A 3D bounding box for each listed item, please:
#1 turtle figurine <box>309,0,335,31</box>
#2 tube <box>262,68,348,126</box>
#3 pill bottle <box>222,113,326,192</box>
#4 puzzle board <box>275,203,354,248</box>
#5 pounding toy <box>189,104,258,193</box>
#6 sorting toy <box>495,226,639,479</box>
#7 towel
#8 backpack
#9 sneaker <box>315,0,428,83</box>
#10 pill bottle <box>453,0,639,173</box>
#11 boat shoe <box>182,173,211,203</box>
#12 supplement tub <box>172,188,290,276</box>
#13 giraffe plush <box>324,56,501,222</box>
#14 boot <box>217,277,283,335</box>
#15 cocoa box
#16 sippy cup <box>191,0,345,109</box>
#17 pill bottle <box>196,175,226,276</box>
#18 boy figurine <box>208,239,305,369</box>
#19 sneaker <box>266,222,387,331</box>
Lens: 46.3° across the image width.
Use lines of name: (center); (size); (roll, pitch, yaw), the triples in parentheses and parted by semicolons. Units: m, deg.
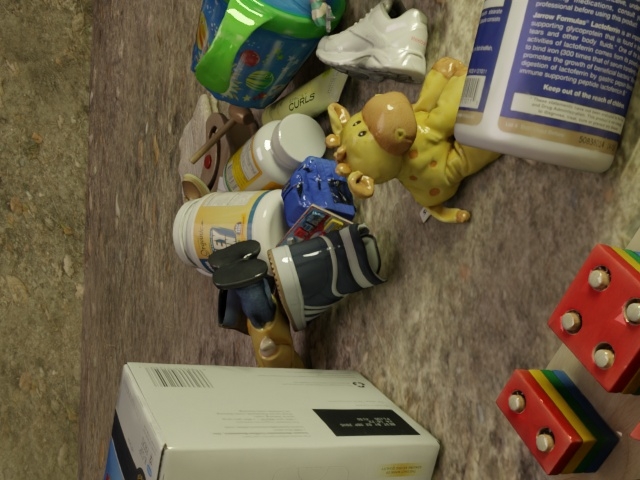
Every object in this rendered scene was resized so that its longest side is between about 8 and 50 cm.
turtle figurine: (0.037, -0.417, 1.110); (0.175, 0.118, 0.234); (-32, 29, 15)
tube: (-0.020, -0.237, 1.264); (0.240, 0.062, 0.070); (-15, 91, 57)
pill bottle: (-0.078, -0.136, 1.283); (0.208, 0.118, 0.117); (-31, 57, 56)
puzzle board: (0.000, 0.000, 1.133); (0.128, 0.097, 0.011); (-46, 24, 48)
pounding toy: (-0.215, -0.174, 1.504); (0.154, 0.155, 0.269); (56, 131, 45)
sorting toy: (0.268, 0.151, 0.611); (0.257, 0.090, 0.255); (-66, 33, 27)
towel: (-0.277, -0.186, 1.735); (0.187, 0.049, 0.282); (-53, 41, 44)
backpack: (-0.007, -0.073, 1.160); (0.098, 0.101, 0.120); (-44, 43, 40)
sneaker: (0.082, -0.290, 1.076); (0.232, 0.090, 0.115); (23, 98, 52)
pill bottle: (0.227, -0.205, 0.699); (0.153, 0.153, 0.264); (30, 110, 60)
boat shoe: (-0.237, -0.068, 1.449); (0.050, 0.135, 0.045); (4, 46, 26)
supplement tub: (-0.133, -0.012, 1.258); (0.200, 0.144, 0.144); (0, 83, 33)
giraffe plush: (0.098, -0.121, 0.899); (0.181, 0.171, 0.210); (50, 127, 53)
boot: (-0.125, 0.063, 1.337); (0.082, 0.106, 0.219); (-24, 63, 58)
cocoa box: (-0.074, 0.304, 0.933); (0.231, 0.347, 0.227); (31, 111, 61)
sippy cup: (-0.108, -0.353, 1.262); (0.240, 0.306, 0.224); (56, 136, 24)
pill bottle: (-0.169, -0.024, 1.432); (0.112, 0.112, 0.186); (25, 106, 61)
boy figurine: (-0.091, 0.134, 1.161); (0.177, 0.092, 0.285); (-115, 10, -52)
sneaker: (0.014, 0.057, 1.107); (0.282, 0.153, 0.099); (81, 170, -74)
